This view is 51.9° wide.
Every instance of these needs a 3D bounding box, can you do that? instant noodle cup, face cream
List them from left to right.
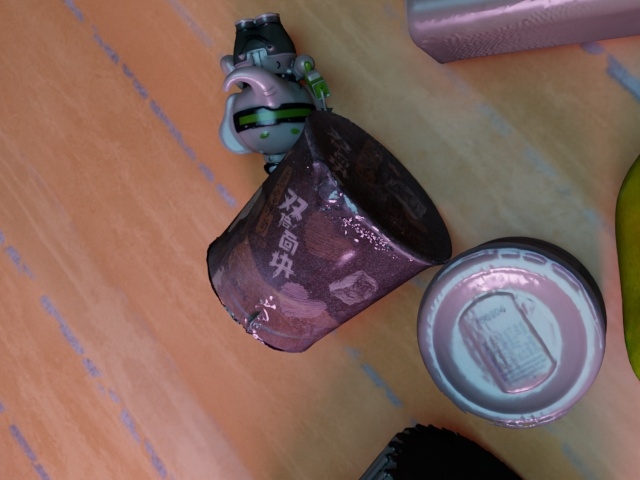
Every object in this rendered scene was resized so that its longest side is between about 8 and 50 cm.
[{"bbox_3d":[0.000,0.000,0.735,0.207,0.217,0.217,-42,76,26],"label":"instant noodle cup"},{"bbox_3d":[0.199,0.085,0.678,0.177,0.153,0.177,1,94,23],"label":"face cream"}]

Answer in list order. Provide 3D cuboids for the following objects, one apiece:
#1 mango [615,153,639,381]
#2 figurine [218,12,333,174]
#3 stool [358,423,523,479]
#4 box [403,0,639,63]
[{"bbox_3d":[0.375,0.015,0.605,0.186,0.149,0.272,-4,96,16],"label":"mango"},{"bbox_3d":[-0.060,-0.173,0.799,0.147,0.126,0.192,-9,101,4],"label":"figurine"},{"bbox_3d":[0.086,0.411,0.672,0.297,0.297,0.330,44,110,16],"label":"stool"},{"bbox_3d":[0.256,-0.370,0.628,0.344,0.177,0.351,-3,92,24],"label":"box"}]
